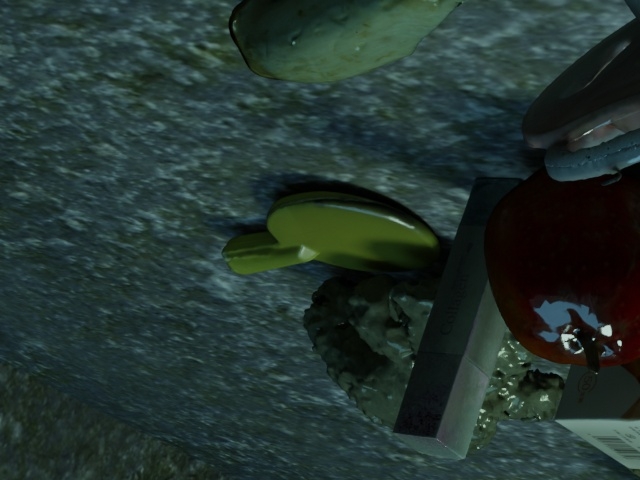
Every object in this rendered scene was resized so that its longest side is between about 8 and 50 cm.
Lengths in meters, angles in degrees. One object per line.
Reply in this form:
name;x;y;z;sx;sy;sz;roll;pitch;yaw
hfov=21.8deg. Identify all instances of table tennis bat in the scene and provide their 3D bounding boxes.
table tennis bat;0.000;0.000;2.191;0.224;0.054;0.368;28;155;-34

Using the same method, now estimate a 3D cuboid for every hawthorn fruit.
hawthorn fruit;0.276;0.039;1.756;0.215;0.250;0.215;4;146;2

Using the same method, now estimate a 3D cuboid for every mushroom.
mushroom;0.039;-0.209;1.562;0.107;0.087;0.333;34;153;-33

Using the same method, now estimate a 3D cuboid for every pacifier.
pacifier;0.274;-0.173;1.270;0.220;0.273;0.332;0;171;-33

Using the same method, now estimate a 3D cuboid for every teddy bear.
teddy bear;0.186;0.136;2.217;0.357;0.224;0.367;25;143;-14

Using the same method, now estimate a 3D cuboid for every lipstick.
lipstick;0.168;0.085;1.858;0.066;0.317;0.068;3;155;39

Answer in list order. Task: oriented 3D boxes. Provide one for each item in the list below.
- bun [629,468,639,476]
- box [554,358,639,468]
bun;0.499;0.297;2.406;0.173;0.113;0.166;20;160;-10
box;0.454;0.133;1.863;0.143;0.225;0.341;33;156;-30
